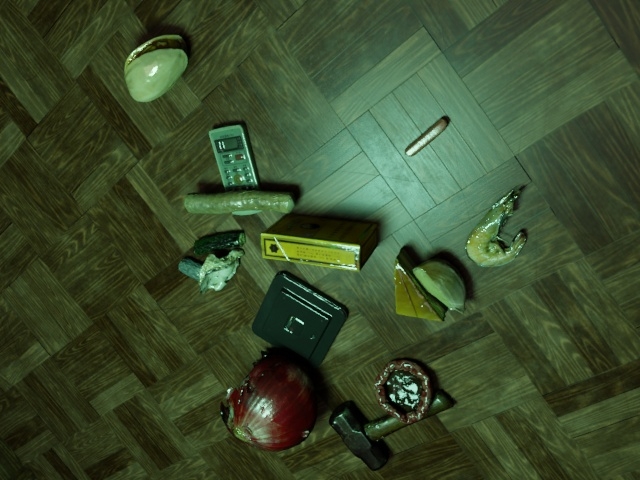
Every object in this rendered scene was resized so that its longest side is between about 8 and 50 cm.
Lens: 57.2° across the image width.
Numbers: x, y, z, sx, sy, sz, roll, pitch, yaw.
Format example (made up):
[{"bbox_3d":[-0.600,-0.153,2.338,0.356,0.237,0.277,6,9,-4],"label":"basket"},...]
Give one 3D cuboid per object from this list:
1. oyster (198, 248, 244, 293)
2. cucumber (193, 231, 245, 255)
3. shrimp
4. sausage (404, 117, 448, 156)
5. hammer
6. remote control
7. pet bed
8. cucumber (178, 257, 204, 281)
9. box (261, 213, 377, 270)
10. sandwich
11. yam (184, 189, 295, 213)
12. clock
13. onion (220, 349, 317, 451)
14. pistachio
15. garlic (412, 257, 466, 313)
[{"bbox_3d":[-0.334,0.093,1.952,0.191,0.163,0.081,-29,61,-8],"label":"oyster"},{"bbox_3d":[-0.335,0.008,1.943,0.187,0.058,0.058,-12,106,24],"label":"cucumber"},{"bbox_3d":[0.500,-0.028,1.614,0.143,0.052,0.251,24,126,-1],"label":"shrimp"},{"bbox_3d":[0.287,-0.278,1.600,0.035,0.030,0.147,48,119,-1],"label":"sausage"},{"bbox_3d":[0.248,0.597,1.940,0.409,0.095,0.242,-33,96,26],"label":"hammer"},{"bbox_3d":[-0.257,-0.217,1.831,0.123,0.038,0.285,-4,109,22],"label":"remote control"},{"bbox_3d":[0.264,0.475,1.865,0.201,0.053,0.201,-3,80,20],"label":"pet bed"},{"bbox_3d":[-0.431,0.104,2.015,0.112,0.064,0.064,23,117,11],"label":"cucumber"},{"bbox_3d":[0.000,0.000,1.731,0.301,0.193,0.084,7,112,18],"label":"box"},{"bbox_3d":[0.296,0.125,1.713,0.144,0.117,0.187,2,110,18],"label":"sandwich"},{"bbox_3d":[-0.246,-0.116,1.813,0.356,0.081,0.081,2,111,17],"label":"yam"},{"bbox_3d":[-0.077,0.272,1.953,0.273,0.049,0.279,29,119,7],"label":"clock"},{"bbox_3d":[-0.160,0.545,1.945,0.341,0.341,0.341,8,113,18],"label":"onion"},{"bbox_3d":[-0.487,-0.511,1.745,0.229,0.157,0.157,-35,96,23],"label":"pistachio"},{"bbox_3d":[0.356,0.119,1.694,0.195,0.101,0.087,47,150,-10],"label":"garlic"}]
